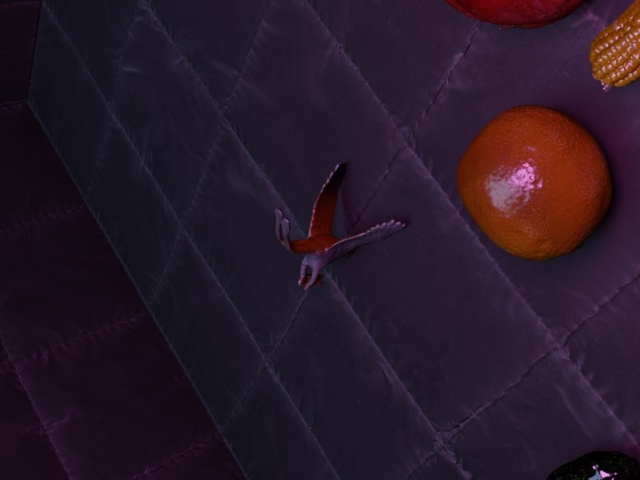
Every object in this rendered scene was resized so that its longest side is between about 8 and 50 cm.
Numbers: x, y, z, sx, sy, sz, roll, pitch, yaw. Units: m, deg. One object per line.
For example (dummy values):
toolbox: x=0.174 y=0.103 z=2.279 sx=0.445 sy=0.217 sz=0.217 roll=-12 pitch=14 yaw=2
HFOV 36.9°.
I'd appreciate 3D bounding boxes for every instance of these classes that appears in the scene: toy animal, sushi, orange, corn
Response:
toy animal: x=-0.004 y=0.016 z=2.100 sx=0.225 sy=0.284 sz=0.302 roll=47 pitch=139 yaw=27
sushi: x=0.504 y=0.458 z=1.760 sx=0.127 sy=0.124 sz=0.225 roll=63 pitch=151 yaw=10
orange: x=0.353 y=-0.090 z=1.583 sx=0.264 sy=0.264 sz=0.264 roll=30 pitch=130 yaw=44
corn: x=0.508 y=-0.331 z=1.369 sx=0.102 sy=0.101 sz=0.313 roll=62 pitch=143 yaw=11

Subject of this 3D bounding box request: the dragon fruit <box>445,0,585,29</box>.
dragon fruit: x=0.301 y=-0.468 z=1.442 sx=0.295 sy=0.301 sz=0.296 roll=-11 pitch=76 yaw=55
